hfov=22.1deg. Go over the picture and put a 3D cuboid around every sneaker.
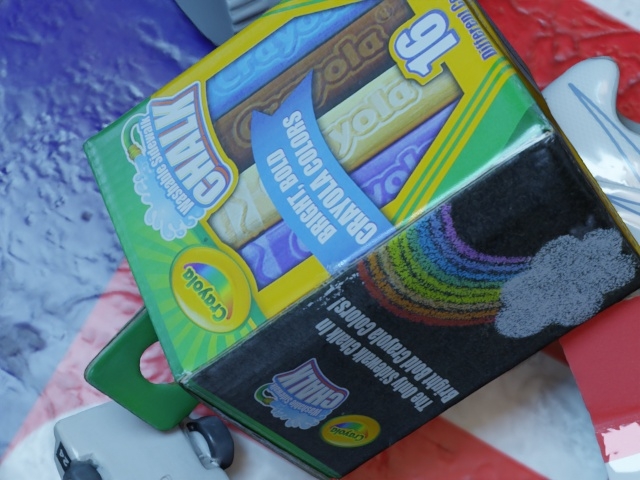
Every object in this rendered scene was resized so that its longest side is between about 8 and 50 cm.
[{"bbox_3d":[0.234,0.006,0.984,0.297,0.111,0.129,37,102,3],"label":"sneaker"}]

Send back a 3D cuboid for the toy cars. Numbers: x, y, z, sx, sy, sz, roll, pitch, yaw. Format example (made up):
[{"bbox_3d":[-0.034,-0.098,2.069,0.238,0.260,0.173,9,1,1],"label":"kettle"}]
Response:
[{"bbox_3d":[-0.180,0.142,0.950,0.394,0.087,0.176,24,48,-1],"label":"toy cars"}]

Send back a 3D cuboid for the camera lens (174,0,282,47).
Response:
[{"bbox_3d":[0.013,-0.266,0.990,0.274,0.219,0.219,-32,81,-10],"label":"camera lens"}]

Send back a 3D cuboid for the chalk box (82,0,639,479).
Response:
[{"bbox_3d":[0.000,0.000,0.905,0.289,0.180,0.179,-33,53,11],"label":"chalk box"}]

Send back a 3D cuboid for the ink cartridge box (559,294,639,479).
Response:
[{"bbox_3d":[0.252,0.123,0.922,0.181,0.056,0.224,-19,116,14],"label":"ink cartridge box"}]
